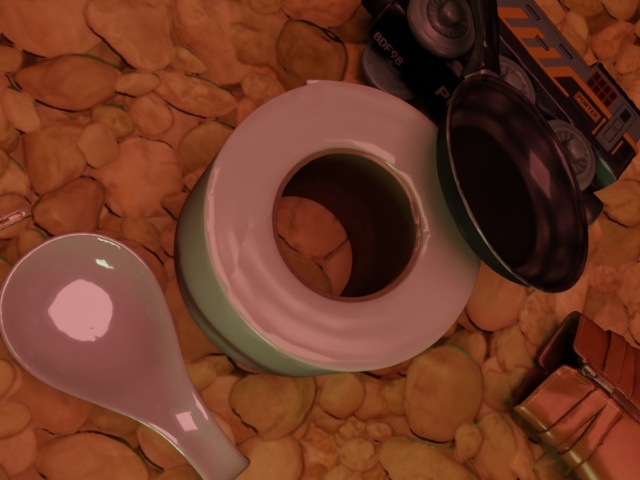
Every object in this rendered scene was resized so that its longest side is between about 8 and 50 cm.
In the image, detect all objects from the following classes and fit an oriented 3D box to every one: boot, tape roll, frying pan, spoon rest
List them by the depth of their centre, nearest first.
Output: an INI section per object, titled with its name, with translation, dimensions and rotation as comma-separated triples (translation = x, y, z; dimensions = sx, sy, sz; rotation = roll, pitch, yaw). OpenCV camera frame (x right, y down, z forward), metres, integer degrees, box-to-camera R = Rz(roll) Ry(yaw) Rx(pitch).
[frying pan]
translation = 0.136, -0.105, 0.735
dimensions = 0.197, 0.053, 0.326
rotation = -24, 88, -49
[spoon rest]
translation = -0.161, 0.112, 0.754
dimensions = 0.137, 0.084, 0.276
rotation = -43, 95, -20
[tape roll]
translation = 0.000, 0.000, 0.781
dimensions = 0.246, 0.169, 0.246
rotation = 4, 78, -17
[boot]
translation = 0.284, 0.229, 0.860
dimensions = 0.220, 0.109, 0.283
rotation = 38, 69, -9

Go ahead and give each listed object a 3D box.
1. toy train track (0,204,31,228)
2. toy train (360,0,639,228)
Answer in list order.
[toy train track]
translation = -0.299, -0.010, 0.769
dimensions = 0.083, 0.014, 0.048
rotation = -27, 89, -21
[toy train]
translation = 0.190, -0.162, 0.899
dimensions = 0.334, 0.142, 0.190
rotation = 48, 58, -2
